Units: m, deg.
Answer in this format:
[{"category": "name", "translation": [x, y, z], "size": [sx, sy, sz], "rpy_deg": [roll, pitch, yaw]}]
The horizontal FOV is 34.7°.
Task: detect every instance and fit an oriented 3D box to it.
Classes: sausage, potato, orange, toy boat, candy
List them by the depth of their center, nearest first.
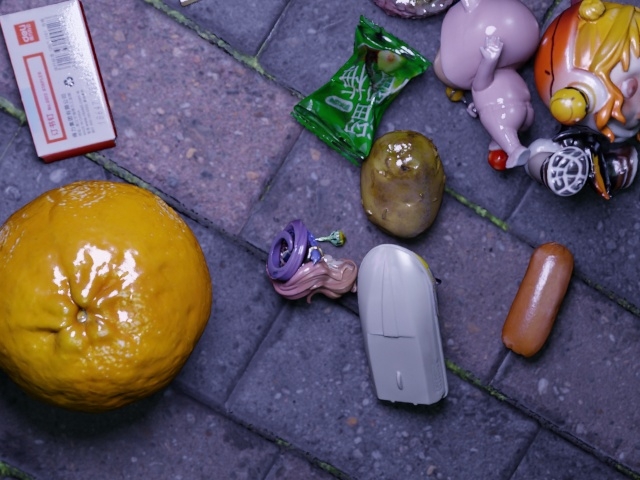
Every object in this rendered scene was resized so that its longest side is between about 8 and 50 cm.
[{"category": "orange", "translation": [-0.324, 0.082, 1.473], "size": [0.341, 0.293, 0.340], "rpy_deg": [-1, 95, -11]}, {"category": "candy", "translation": [0.066, -0.231, 1.597], "size": [0.141, 0.078, 0.203], "rpy_deg": [36, 87, 30]}, {"category": "potato", "translation": [0.130, -0.093, 1.618], "size": [0.137, 0.137, 0.175], "rpy_deg": [3, 118, -10]}, {"category": "toy boat", "translation": [0.137, 0.127, 1.641], "size": [0.141, 0.141, 0.269], "rpy_deg": [-6, 102, -9]}, {"category": "candy", "translation": [0.000, 0.000, 1.660], "size": [0.083, 0.025, 0.023], "rpy_deg": [-8, 70, 0]}, {"category": "sausage", "translation": [0.364, 0.097, 1.705], "size": [0.076, 0.076, 0.197], "rpy_deg": [21, 92, -11]}]

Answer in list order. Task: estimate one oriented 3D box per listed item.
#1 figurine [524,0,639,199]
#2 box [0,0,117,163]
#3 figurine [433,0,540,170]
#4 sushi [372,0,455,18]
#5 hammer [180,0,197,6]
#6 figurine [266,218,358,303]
[{"category": "figurine", "translation": [0.429, -0.236, 1.613], "size": [0.320, 0.196, 0.323], "rpy_deg": [-5, 111, -52]}, {"category": "box", "translation": [-0.392, -0.240, 1.546], "size": [0.123, 0.050, 0.229], "rpy_deg": [-15, 100, -6]}, {"category": "figurine", "translation": [0.253, -0.246, 1.580], "size": [0.176, 0.186, 0.287], "rpy_deg": [-18, 96, -49]}, {"category": "sushi", "translation": [0.176, -0.450, 1.591], "size": [0.241, 0.107, 0.161], "rpy_deg": [-43, 105, -3]}, {"category": "hammer", "translation": [-0.133, -0.404, 1.586], "size": [0.182, 0.017, 0.062], "rpy_deg": [-21, 100, -6]}, {"category": "figurine", "translation": [-0.015, 0.050, 1.618], "size": [0.157, 0.126, 0.114], "rpy_deg": [39, 57, -24]}]
